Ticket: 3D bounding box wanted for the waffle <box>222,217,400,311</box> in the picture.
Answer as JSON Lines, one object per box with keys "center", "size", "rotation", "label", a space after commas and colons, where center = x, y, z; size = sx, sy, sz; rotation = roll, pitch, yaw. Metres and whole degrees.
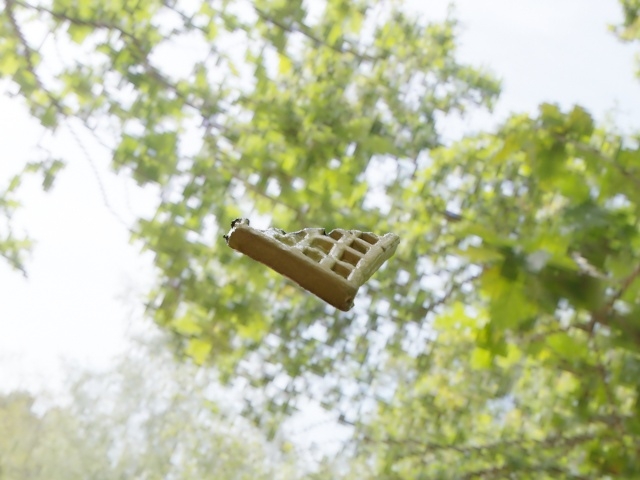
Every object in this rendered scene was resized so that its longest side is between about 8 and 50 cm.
{"center": [0.000, 0.000, 0.902], "size": [0.097, 0.023, 0.152], "rotation": [31, 21, 8], "label": "waffle"}
